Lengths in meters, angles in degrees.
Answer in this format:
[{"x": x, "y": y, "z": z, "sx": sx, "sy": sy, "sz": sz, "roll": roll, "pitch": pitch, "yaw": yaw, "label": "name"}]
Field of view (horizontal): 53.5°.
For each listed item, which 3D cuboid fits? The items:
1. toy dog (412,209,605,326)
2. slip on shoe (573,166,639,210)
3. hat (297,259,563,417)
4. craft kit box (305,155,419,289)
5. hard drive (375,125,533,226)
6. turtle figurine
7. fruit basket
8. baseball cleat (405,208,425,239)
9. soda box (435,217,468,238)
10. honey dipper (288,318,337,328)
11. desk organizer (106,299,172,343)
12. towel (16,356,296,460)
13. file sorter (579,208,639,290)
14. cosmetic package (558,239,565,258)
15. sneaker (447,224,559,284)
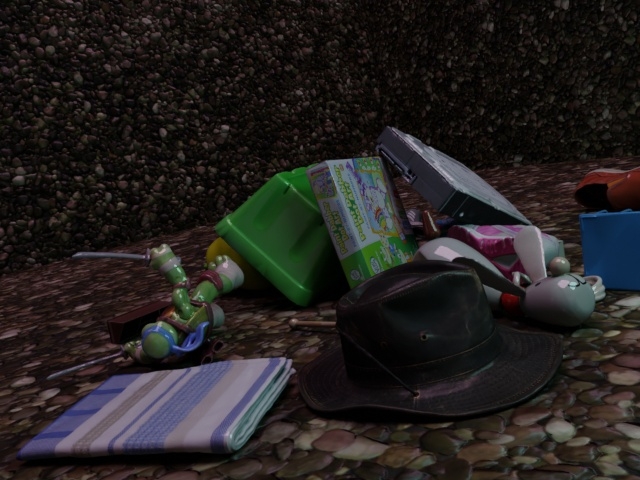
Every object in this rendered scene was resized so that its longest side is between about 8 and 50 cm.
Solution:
[{"x": 0.248, "y": 0.031, "z": 0.967, "sx": 0.333, "sy": 0.161, "sz": 0.220, "roll": -4, "pitch": 11, "yaw": 36, "label": "toy dog"}, {"x": 0.751, "y": -0.116, "z": 1.540, "sx": 0.101, "sy": 0.123, "sz": 0.331, "roll": -37, "pitch": 16, "yaw": -14, "label": "slip on shoe"}, {"x": 0.122, "y": 0.098, "z": 0.790, "sx": 0.331, "sy": 0.134, "sz": 0.331, "roll": -10, "pitch": 8, "yaw": 1, "label": "hat"}, {"x": 0.094, "y": -0.034, "z": 1.207, "sx": 0.060, "sy": 0.250, "sz": 0.246, "roll": -23, "pitch": -3, "yaw": 34, "label": "craft kit box"}, {"x": 0.287, "y": -0.112, "z": 1.338, "sx": 0.338, "sy": 0.064, "sz": 0.237, "roll": 16, "pitch": 27, "yaw": -45, "label": "hard drive"}, {"x": -0.259, "y": 0.097, "z": 1.030, "sx": 0.274, "sy": 0.198, "sz": 0.266, "roll": -3, "pitch": 7, "yaw": 19, "label": "turtle figurine"}, {"x": -0.078, "y": 0.016, "z": 1.375, "sx": 0.392, "sy": 0.283, "sz": 0.392, "roll": -47, "pitch": -10, "yaw": -11, "label": "fruit basket"}, {"x": 0.255, "y": -0.034, "z": 1.734, "sx": 0.109, "sy": 0.072, "sz": 0.206, "roll": 11, "pitch": 23, "yaw": 29, "label": "baseball cleat"}, {"x": 0.301, "y": -0.003, "z": 1.430, "sx": 0.071, "sy": 0.067, "sz": 0.210, "roll": -9, "pitch": 8, "yaw": 8, "label": "soda box"}, {"x": 0.008, "y": 0.135, "z": 1.024, "sx": 0.160, "sy": 0.031, "sz": 0.030, "roll": -6, "pitch": 9, "yaw": 45, "label": "honey dipper"}, {"x": -0.339, "y": 0.156, "z": 1.224, "sx": 0.050, "sy": 0.047, "sz": 0.130, "roll": 0, "pitch": 13, "yaw": 37, "label": "desk organizer"}, {"x": -0.189, "y": 0.207, "z": 0.777, "sx": 0.284, "sy": 0.034, "sz": 0.209, "roll": -9, "pitch": 11, "yaw": 18, "label": "towel"}, {"x": 0.504, "y": 0.008, "z": 0.970, "sx": 0.170, "sy": 0.118, "sz": 0.104, "roll": -2, "pitch": 9, "yaw": 44, "label": "file sorter"}, {"x": 0.407, "y": 0.022, "z": 1.230, "sx": 0.060, "sy": 0.041, "sz": 0.115, "roll": -15, "pitch": 10, "yaw": -26, "label": "cosmetic package"}, {"x": 0.334, "y": 0.022, "z": 1.174, "sx": 0.111, "sy": 0.103, "sz": 0.252, "roll": -10, "pitch": 14, "yaw": -27, "label": "sneaker"}]
